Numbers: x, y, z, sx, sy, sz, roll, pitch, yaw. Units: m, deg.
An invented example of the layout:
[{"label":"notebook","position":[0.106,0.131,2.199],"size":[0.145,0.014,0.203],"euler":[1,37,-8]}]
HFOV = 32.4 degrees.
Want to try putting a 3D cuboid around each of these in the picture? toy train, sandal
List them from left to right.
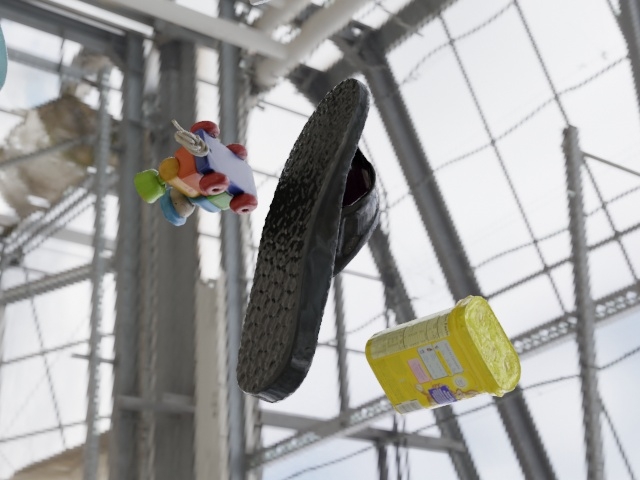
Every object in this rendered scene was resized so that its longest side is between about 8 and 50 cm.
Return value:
[{"label":"toy train","position":[-0.201,-0.099,1.545],"size":[0.143,0.248,0.105],"euler":[-22,-115,18]},{"label":"sandal","position":[-0.002,0.002,1.428],"size":[0.168,0.107,0.445],"euler":[-17,-127,55]}]

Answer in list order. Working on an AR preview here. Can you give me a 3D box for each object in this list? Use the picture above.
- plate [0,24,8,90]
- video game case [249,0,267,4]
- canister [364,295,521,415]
[{"label":"plate","position":[-0.546,-0.317,1.732],"size":[0.024,0.188,0.188],"euler":[-9,-116,10]},{"label":"video game case","position":[-0.064,-0.541,1.962],"size":[0.184,0.023,0.201],"euler":[-12,-89,22]},{"label":"canister","position":[0.154,0.152,1.418],"size":[0.170,0.073,0.126],"euler":[-23,-79,39]}]
